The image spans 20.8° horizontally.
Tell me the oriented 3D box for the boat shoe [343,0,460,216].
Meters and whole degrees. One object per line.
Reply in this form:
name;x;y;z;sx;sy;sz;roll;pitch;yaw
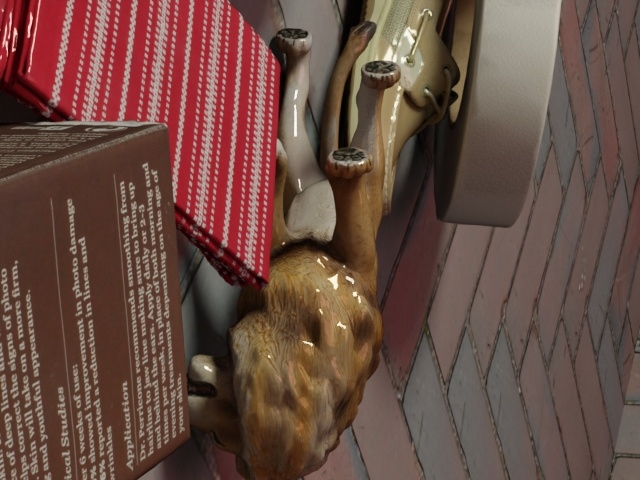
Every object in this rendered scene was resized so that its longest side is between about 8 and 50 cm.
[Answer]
boat shoe;0.078;-0.151;1.558;0.109;0.098;0.302;95;4;-63

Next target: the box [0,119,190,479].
box;-0.203;0.064;0.820;0.381;0.143;0.191;-32;121;-67

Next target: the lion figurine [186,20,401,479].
lion figurine;0.000;0.000;1.349;0.392;0.142;0.240;-61;153;-58

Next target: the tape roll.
tape roll;0.166;-0.203;1.663;0.392;0.072;0.392;-175;-90;-88

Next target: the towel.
towel;-0.107;-0.109;1.101;0.275;0.031;0.199;43;41;-48
